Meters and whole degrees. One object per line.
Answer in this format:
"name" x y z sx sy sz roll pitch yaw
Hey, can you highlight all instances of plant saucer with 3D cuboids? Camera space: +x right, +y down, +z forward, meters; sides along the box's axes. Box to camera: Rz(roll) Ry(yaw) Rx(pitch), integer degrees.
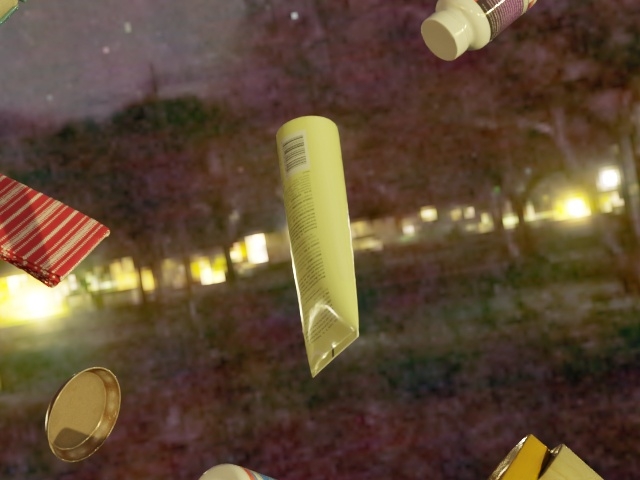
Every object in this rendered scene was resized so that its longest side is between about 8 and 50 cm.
"plant saucer" -0.406 0.290 2.279 0.029 0.168 0.168 19 16 32

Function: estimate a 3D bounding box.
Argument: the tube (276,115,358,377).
"tube" 0.000 0.000 1.248 0.062 0.240 0.070 -13 -30 11

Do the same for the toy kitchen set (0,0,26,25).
"toy kitchen set" -0.462 -0.288 1.627 0.166 0.122 0.207 25 49 8

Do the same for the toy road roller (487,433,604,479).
"toy road roller" 0.227 0.416 1.607 0.240 0.202 0.329 -53 -7 37

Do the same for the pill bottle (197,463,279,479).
"pill bottle" -0.068 0.393 1.863 0.124 0.124 0.221 -9 -27 43

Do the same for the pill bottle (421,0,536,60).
"pill bottle" 0.257 -0.378 2.200 0.193 0.108 0.108 -41 14 -24

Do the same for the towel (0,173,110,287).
"towel" -0.456 -0.034 1.918 0.274 0.031 0.199 26 26 2
